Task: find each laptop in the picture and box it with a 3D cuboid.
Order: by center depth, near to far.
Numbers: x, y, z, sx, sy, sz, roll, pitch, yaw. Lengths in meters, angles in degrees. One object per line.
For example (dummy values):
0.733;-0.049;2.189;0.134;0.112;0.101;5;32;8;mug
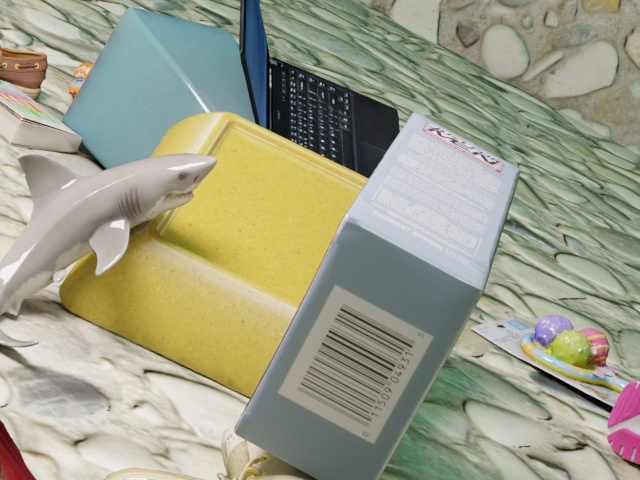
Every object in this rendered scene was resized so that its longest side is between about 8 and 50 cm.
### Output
0.004;-0.169;1.945;0.264;0.136;0.234;22;35;-17;laptop

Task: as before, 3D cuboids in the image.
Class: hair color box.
0.056;0.037;1.394;0.113;0.185;0.374;29;18;2;hair color box

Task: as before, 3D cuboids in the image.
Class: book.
-0.347;-0.146;2.016;0.144;0.035;0.096;36;15;37;book

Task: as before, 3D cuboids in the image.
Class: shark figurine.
-0.240;-0.012;1.531;0.278;0.116;0.166;-40;20;-33;shark figurine

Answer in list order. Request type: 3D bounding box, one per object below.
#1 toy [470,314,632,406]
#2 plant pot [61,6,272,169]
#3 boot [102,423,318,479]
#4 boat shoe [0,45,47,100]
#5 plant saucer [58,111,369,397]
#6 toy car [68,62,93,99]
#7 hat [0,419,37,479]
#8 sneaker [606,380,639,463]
0.307;0.133;2.060;0.237;0.056;0.137;32;16;23;toy
-0.140;-0.118;2.003;0.165;0.165;0.234;7;34;-48;plant pot
-0.057;0.187;1.260;0.262;0.095;0.203;20;17;-24;boot
-0.402;-0.216;2.092;0.178;0.060;0.064;13;20;-36;boat shoe
-0.034;0.010;1.686;0.332;0.081;0.333;26;38;1;plant saucer
-0.267;-0.173;2.179;0.040;0.060;0.122;-28;40;-31;toy car
-0.242;0.080;1.176;0.183;0.208;0.173;-2;25;-46;hat
0.409;0.229;1.821;0.111;0.103;0.252;13;21;-33;sneaker
